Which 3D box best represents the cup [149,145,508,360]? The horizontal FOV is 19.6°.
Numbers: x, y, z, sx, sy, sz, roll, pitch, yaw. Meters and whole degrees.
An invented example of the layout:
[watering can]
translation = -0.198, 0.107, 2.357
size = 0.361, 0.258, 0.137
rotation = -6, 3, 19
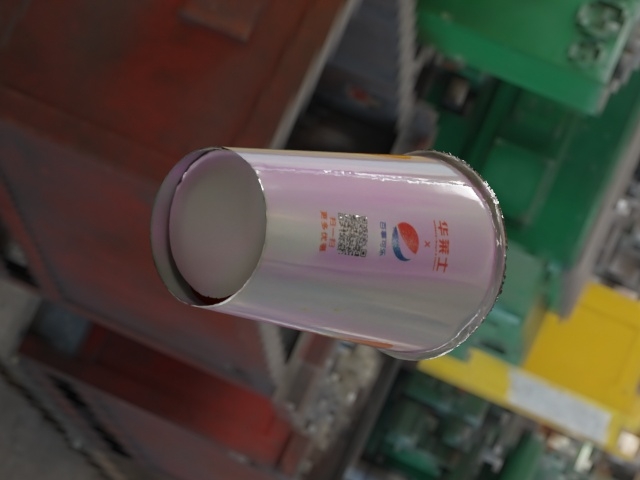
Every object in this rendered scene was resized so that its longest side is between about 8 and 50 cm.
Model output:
[cup]
translation = 0.000, 0.000, 1.606
size = 0.288, 0.203, 0.203
rotation = 7, 107, -50
